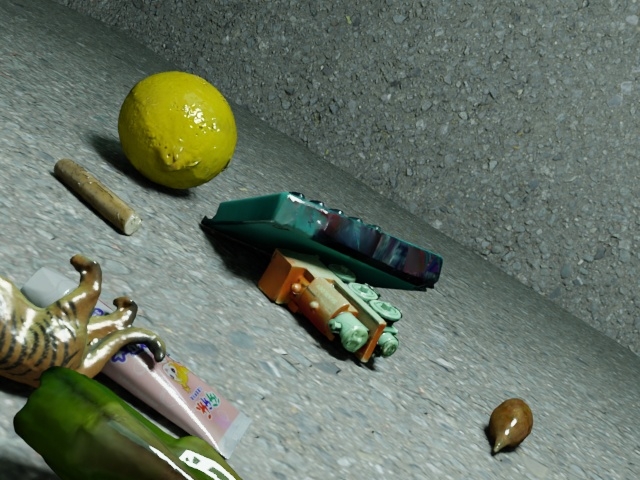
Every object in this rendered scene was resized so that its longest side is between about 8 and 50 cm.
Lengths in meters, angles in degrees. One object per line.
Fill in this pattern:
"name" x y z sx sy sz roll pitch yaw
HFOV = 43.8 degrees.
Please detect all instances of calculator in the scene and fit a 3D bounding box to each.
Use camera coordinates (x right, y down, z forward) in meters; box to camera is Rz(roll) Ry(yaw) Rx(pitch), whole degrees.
"calculator" 0.000 0.000 1.072 0.274 0.058 0.248 23 -12 -25

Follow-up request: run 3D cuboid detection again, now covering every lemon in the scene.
"lemon" -0.211 -0.160 1.171 0.173 0.173 0.206 24 28 -27

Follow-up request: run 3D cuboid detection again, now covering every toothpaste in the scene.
"toothpaste" -0.138 0.091 0.593 0.194 0.043 0.067 36 14 2

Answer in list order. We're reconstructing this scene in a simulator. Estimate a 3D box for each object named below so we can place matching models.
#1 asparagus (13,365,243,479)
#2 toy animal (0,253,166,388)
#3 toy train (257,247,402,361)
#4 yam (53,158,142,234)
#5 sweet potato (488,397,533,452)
"asparagus" -0.040 0.167 0.419 0.287 0.080 0.080 30 11 17
"toy animal" -0.212 0.042 0.520 0.241 0.056 0.099 32 54 -24
"toy train" 0.015 0.080 0.955 0.118 0.074 0.176 11 22 -39
"yam" -0.262 -0.054 0.930 0.145 0.032 0.032 35 12 29
"sweet potato" 0.216 0.220 0.922 0.049 0.049 0.117 33 22 17
